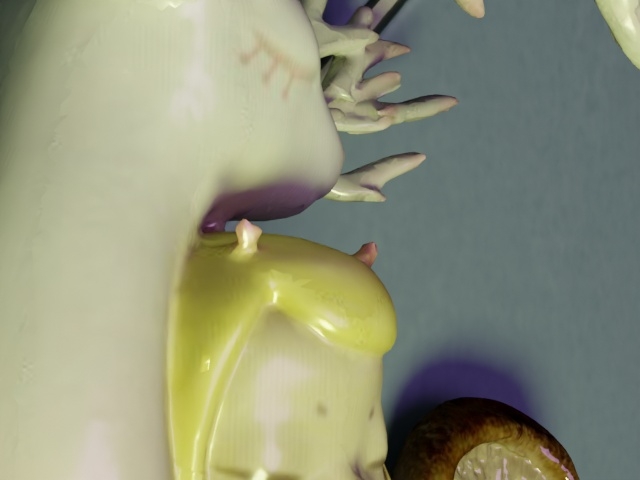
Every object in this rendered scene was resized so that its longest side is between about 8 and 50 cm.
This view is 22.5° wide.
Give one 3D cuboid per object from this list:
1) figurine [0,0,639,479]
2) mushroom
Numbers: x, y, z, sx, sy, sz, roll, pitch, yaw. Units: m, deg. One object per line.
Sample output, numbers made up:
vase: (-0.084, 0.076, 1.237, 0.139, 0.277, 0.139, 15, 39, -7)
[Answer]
figurine: (-0.013, -0.001, 0.468, 0.284, 0.206, 0.316, 1, 95, -44)
mushroom: (0.062, 0.124, 0.639, 0.123, 0.052, 0.123, 14, 71, -48)
